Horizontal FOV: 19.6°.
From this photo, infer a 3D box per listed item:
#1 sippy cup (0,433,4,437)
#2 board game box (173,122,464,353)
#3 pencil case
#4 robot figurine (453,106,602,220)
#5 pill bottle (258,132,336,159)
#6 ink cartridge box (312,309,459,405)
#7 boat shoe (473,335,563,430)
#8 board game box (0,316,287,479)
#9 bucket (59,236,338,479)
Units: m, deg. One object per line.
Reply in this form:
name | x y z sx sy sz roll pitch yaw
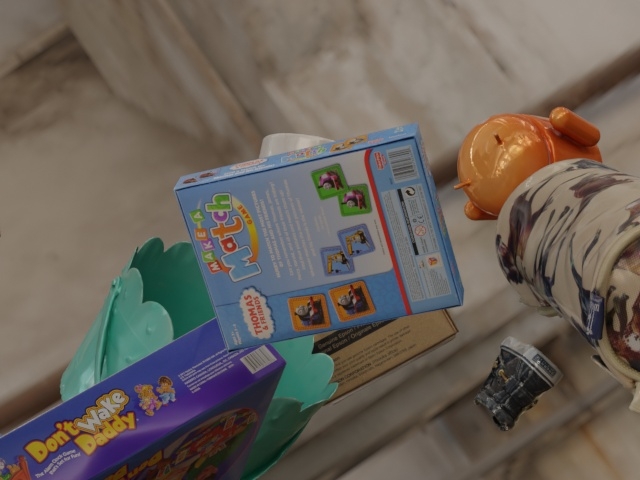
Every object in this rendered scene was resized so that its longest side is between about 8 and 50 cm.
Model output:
sippy cup | -0.497 0.369 2.473 0.224 0.240 0.305 -27 -1 -26
board game box | 0.000 0.000 1.574 0.211 0.160 0.039 -12 21 11
pencil case | 0.277 0.030 1.729 0.183 0.160 0.410 -60 11 4
robot figurine | 0.253 -0.089 2.226 0.158 0.128 0.219 -3 -4 43
pill bottle | -0.038 0.003 2.597 0.160 0.283 0.160 8 -11 2
ink cartridge box | 0.070 0.130 2.344 0.193 0.088 0.235 -29 -6 0
boat shoe | 0.196 0.151 1.945 0.083 0.065 0.183 -45 -2 -3
board game box | -0.207 0.225 1.703 0.347 0.078 0.233 -29 -25 -33
bucket | -0.141 0.152 2.063 0.183 0.281 0.281 -53 -22 18
